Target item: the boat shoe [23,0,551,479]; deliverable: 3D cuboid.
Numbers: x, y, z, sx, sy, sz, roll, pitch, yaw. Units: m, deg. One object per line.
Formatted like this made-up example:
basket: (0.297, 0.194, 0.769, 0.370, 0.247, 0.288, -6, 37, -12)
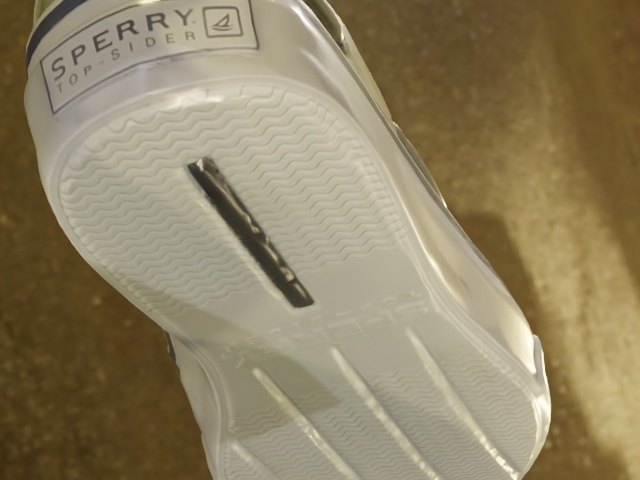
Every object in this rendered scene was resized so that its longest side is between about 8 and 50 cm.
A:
boat shoe: (0.000, 0.000, 0.526, 0.302, 0.109, 0.094, 66, 12, -59)
